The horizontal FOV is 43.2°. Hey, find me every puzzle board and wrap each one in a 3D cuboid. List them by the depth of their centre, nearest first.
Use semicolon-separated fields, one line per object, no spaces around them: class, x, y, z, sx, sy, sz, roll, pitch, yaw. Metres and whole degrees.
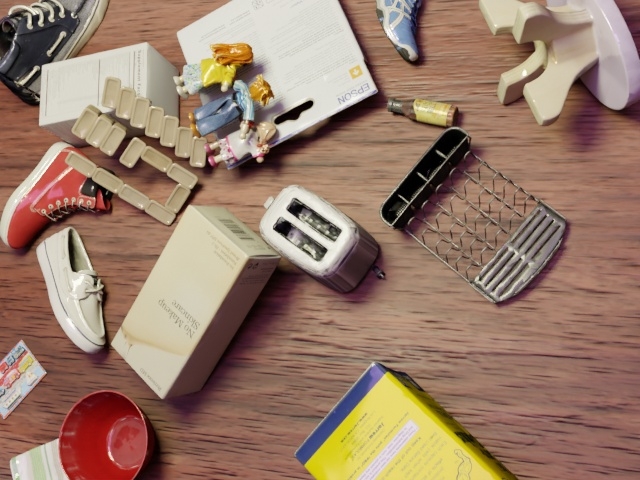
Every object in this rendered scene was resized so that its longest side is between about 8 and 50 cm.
puzzle board;-0.617;0.278;1.620;0.128;0.011;0.096;-47;67;3

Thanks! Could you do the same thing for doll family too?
doll family;-0.170;-0.268;1.477;0.163;0.118;0.263;-24;72;13

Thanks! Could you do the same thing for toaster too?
toaster;0.000;0.000;1.404;0.227;0.146;0.129;37;91;23

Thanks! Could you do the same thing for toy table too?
toy table;0.381;-0.316;1.315;0.160;0.252;0.274;-20;58;-3

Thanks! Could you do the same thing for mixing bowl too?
mixing bowl;-0.369;0.365;1.464;0.181;0.098;0.182;-5;76;19

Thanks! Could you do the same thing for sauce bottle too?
sauce bottle;0.183;-0.233;1.456;0.128;0.042;0.042;13;81;20

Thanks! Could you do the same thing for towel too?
towel;-0.518;0.442;1.537;0.152;0.023;0.113;-25;71;12

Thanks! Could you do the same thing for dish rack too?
dish rack;0.262;-0.037;1.363;0.271;0.074;0.208;41;92;23

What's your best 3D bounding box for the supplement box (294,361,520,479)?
supplement box;0.170;0.379;1.223;0.356;0.194;0.195;42;92;23

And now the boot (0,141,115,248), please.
boot;-0.527;-0.063;1.638;0.176;0.088;0.244;31;84;22

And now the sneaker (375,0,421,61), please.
sneaker;0.148;-0.430;1.498;0.081;0.080;0.211;-20;72;17

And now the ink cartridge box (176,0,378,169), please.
ink cartridge box;-0.085;-0.338;1.563;0.324;0.071;0.330;-25;73;12

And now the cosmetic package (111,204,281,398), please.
cosmetic package;-0.222;0.107;1.428;0.160;0.113;0.310;38;107;24

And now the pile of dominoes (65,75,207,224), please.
pile of dominoes;-0.346;-0.174;1.552;0.251;0.040;0.196;33;105;-14

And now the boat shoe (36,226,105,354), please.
boat shoe;-0.468;0.092;1.576;0.088;0.096;0.268;-36;60;12

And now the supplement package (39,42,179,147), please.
supplement package;-0.422;-0.288;1.630;0.243;0.134;0.139;-7;74;17

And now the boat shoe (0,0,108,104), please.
boat shoe;-0.582;-0.465;1.717;0.127;0.158;0.341;24;85;23
